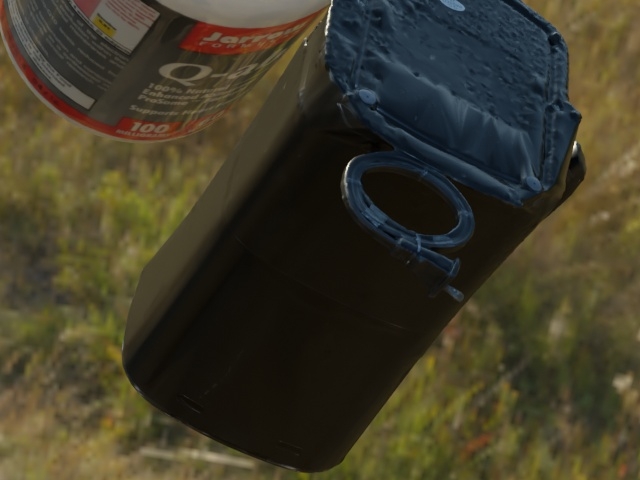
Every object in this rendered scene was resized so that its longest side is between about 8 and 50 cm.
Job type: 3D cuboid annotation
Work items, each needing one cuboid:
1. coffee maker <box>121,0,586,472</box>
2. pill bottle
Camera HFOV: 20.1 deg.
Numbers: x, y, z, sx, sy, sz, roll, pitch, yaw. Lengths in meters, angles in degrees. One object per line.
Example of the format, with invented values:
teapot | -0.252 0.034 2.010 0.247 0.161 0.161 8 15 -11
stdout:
coffee maker | 0.000 0.000 0.673 0.120 0.178 0.171 40 38 6
pill bottle | -0.083 -0.215 1.213 0.210 0.210 0.363 1 -16 -21
